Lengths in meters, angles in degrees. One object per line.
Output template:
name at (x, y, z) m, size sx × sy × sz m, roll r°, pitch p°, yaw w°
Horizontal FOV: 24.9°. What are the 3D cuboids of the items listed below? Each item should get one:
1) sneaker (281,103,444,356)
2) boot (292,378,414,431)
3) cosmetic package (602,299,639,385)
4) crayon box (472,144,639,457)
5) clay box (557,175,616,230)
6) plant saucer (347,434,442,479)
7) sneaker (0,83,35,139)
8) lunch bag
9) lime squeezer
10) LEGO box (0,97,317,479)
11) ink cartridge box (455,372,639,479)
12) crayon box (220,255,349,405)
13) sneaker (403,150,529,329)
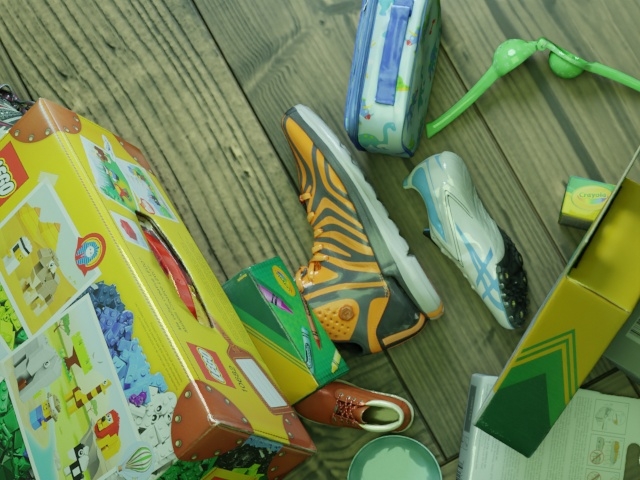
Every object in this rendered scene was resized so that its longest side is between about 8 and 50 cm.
sneaker at (0.000, 0.000, 1.792) m, size 0.180 × 0.124 × 0.321 m, roll -32°, pitch 84°, yaw 5°
boot at (0.035, 0.206, 1.799) m, size 0.158 × 0.084 × 0.059 m, roll 6°, pitch 90°, yaw 10°
cosmetic package at (0.452, 0.156, 1.677) m, size 0.238 × 0.107 × 0.127 m, roll 36°, pitch 90°, yaw -24°
crayon box at (0.296, 0.072, 1.625) m, size 0.083 × 0.203 × 0.323 m, roll 31°, pitch 135°, yaw 9°
clay box at (0.399, -0.023, 1.735) m, size 0.222 × 0.127 × 0.053 m, roll 12°, pitch 87°, yaw 8°
plant saucer at (0.093, 0.302, 1.817) m, size 0.119 × 0.021 × 0.119 m, roll 0°, pitch 87°, yaw 8°
sneaker at (-0.398, -0.144, 1.864) m, size 0.299 × 0.121 × 0.112 m, roll 12°, pitch 59°, yaw 1°
lunch bag at (0.089, -0.215, 1.762) m, size 0.090 × 0.176 × 0.219 m, roll 10°, pitch 90°, yaw 8°
lime squeezer at (0.280, -0.199, 1.796) m, size 0.310 × 0.059 × 0.110 m, roll -6°, pitch 86°, yaw 7°
LEGO box at (-0.291, 0.151, 1.665) m, size 0.372 × 0.193 × 0.500 m, roll -43°, pitch 55°, yaw 14°
ink cartridge box at (0.288, 0.272, 1.787) m, size 0.232 × 0.066 × 0.189 m, roll 9°, pitch 88°, yaw -13°
crayon box at (-0.120, 0.162, 1.772) m, size 0.278 × 0.081 × 0.165 m, roll -36°, pitch 82°, yaw 30°
sneaker at (0.184, 0.005, 1.795) m, size 0.086 × 0.085 × 0.237 m, roll -29°, pitch 87°, yaw 32°
